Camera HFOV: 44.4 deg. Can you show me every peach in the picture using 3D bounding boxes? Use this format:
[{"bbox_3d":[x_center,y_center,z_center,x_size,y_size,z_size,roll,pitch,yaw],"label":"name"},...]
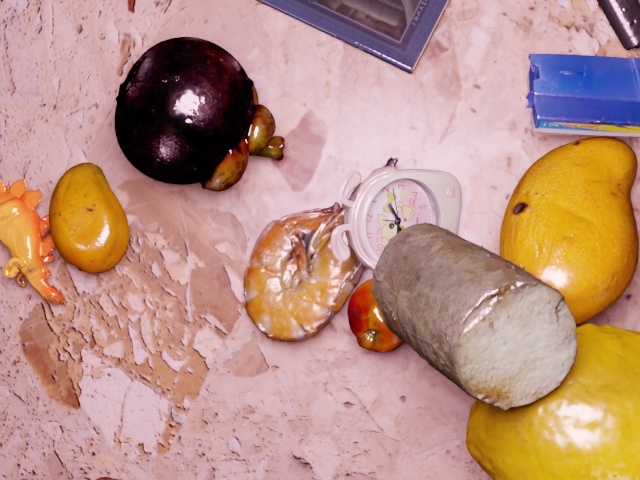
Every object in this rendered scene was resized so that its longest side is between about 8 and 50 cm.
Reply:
[{"bbox_3d":[0.087,0.101,1.098,0.101,0.101,0.100,0,88,7],"label":"peach"}]

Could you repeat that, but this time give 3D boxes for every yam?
[{"bbox_3d":[0.171,0.082,0.948,0.161,0.268,0.161,-6,108,-20],"label":"yam"}]

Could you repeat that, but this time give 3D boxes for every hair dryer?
[{"bbox_3d":[0.399,-0.384,1.096,0.197,0.089,0.251,-26,94,3],"label":"hair dryer"}]

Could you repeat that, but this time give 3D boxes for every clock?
[{"bbox_3d":[0.099,-0.028,1.069,0.191,0.062,0.151,6,95,-27],"label":"clock"}]

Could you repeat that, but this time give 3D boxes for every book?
[{"bbox_3d":[0.058,-0.387,1.154,0.269,0.025,0.190,28,91,7],"label":"book"}]

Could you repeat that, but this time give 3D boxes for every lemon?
[{"bbox_3d":[0.354,0.238,0.970,0.316,0.285,0.285,9,89,33],"label":"lemon"}]

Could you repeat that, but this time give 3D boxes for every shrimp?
[{"bbox_3d":[0.000,0.000,1.130,0.164,0.062,0.316,34,90,14],"label":"shrimp"}]

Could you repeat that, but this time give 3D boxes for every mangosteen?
[{"bbox_3d":[-0.160,-0.165,1.099,0.250,0.211,0.211,24,91,-24],"label":"mangosteen"}]

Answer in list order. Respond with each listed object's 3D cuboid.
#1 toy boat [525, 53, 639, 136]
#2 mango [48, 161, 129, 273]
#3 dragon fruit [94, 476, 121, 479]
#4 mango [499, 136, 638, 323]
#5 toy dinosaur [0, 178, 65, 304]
[{"bbox_3d":[0.429,-0.189,1.065,0.296,0.088,0.129,4,50,4],"label":"toy boat"},{"bbox_3d":[-0.347,-0.030,1.156,0.115,0.089,0.165,-32,82,3],"label":"mango"},{"bbox_3d":[-0.301,0.475,1.026,0.330,0.329,0.329,0,88,7],"label":"dragon fruit"},{"bbox_3d":[0.333,-0.016,1.039,0.177,0.120,0.294,17,54,14],"label":"mango"},{"bbox_3d":[-0.461,-0.030,1.183,0.117,0.070,0.288,-36,88,-7],"label":"toy dinosaur"}]
